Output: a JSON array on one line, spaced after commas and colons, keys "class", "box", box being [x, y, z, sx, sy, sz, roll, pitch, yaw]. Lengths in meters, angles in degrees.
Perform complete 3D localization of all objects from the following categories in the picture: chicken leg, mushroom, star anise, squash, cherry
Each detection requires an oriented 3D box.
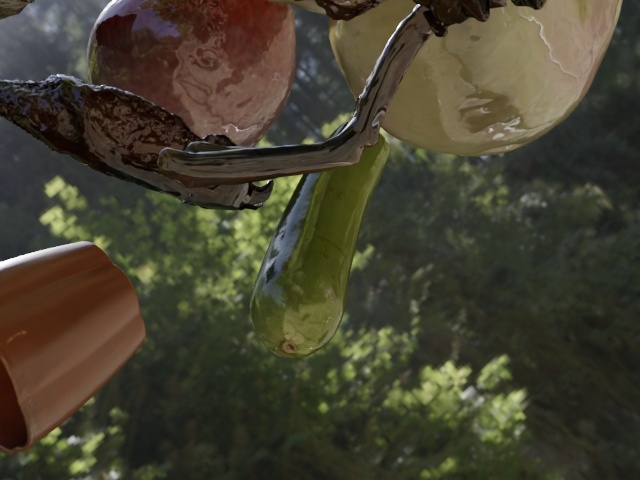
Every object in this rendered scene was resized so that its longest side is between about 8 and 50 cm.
[{"class": "chicken leg", "box": [-0.143, -0.070, 0.722, 0.106, 0.253, 0.051, 11, 80, 69]}, {"class": "mushroom", "box": [0.118, -0.267, 1.034, 0.353, 0.353, 0.325, -28, -27, -35]}, {"class": "star anise", "box": [0.032, -0.161, 0.622, 0.346, 0.237, 0.148, -52, -26, 6]}, {"class": "squash", "box": [0.000, 0.000, 1.030, 0.083, 0.083, 0.250, 111, 180, -50]}, {"class": "cherry", "box": [-0.144, -0.193, 1.329, 0.206, 0.239, 0.239, -40, -20, -28]}]

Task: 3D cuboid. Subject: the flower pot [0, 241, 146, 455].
[{"class": "flower pot", "box": [-0.278, 0.093, 1.170, 0.173, 0.190, 0.191, -32, -23, -33]}]

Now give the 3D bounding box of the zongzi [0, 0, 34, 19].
[{"class": "zongzi", "box": [-0.448, -0.393, 1.270, 0.285, 0.289, 0.134, 3, -11, -45]}]
